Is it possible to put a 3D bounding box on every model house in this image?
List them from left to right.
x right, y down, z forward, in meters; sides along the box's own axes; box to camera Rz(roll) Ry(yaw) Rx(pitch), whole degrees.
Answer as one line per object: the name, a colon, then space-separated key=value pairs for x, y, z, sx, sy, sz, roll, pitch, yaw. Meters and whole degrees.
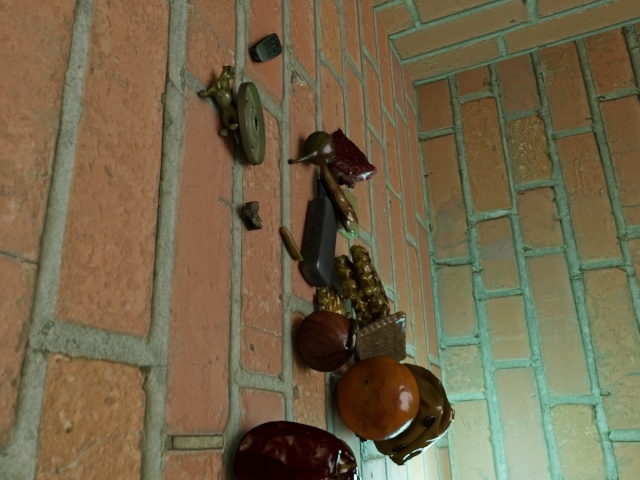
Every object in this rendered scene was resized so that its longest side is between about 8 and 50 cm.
model house: x=-0.187 y=-0.076 z=1.549 sx=0.083 sy=0.057 sz=0.058 roll=60 pitch=34 yaw=-35

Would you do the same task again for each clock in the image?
clock: x=-0.192 y=-0.330 z=1.594 sx=0.235 sy=0.029 sz=0.235 roll=-5 pitch=90 yaw=-84

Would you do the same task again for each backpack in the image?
backpack: x=0.300 y=0.623 z=2.072 sx=0.201 sy=0.353 sz=0.378 roll=45 pitch=3 yaw=-20

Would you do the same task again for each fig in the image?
fig: x=-0.030 y=-0.307 z=1.962 sx=0.236 sy=0.124 sz=0.124 roll=-35 pitch=113 yaw=-53
fig: x=0.031 y=0.305 z=1.721 sx=0.205 sy=0.205 sz=0.205 roll=-10 pitch=90 yaw=-67

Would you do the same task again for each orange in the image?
orange: x=0.189 y=0.523 z=1.888 sx=0.226 sy=0.284 sz=0.284 roll=63 pitch=27 yaw=-44

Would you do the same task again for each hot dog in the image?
hot dog: x=-0.091 y=0.014 z=1.771 sx=0.044 sy=0.028 sz=0.137 roll=-114 pitch=180 yaw=-54

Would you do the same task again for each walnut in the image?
walnut: x=-0.060 y=0.542 z=1.310 sx=0.244 sy=0.269 sz=0.222 roll=-57 pitch=135 yaw=-63

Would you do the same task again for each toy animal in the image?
toy animal: x=-0.245 y=-0.364 z=1.519 sx=0.136 sy=0.073 sz=0.181 roll=-73 pitch=146 yaw=-53

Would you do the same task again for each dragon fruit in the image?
dragon fruit: x=0.103 y=-0.284 z=2.222 sx=0.262 sy=0.134 sz=0.211 roll=52 pitch=-10 yaw=32

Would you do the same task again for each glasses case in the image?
glasses case: x=0.000 y=0.000 z=1.932 sx=0.131 sy=0.074 sz=0.323 roll=55 pitch=33 yaw=-45

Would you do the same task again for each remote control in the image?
remote control: x=-0.172 y=-0.628 z=1.838 sx=0.222 sy=0.042 sz=0.072 roll=-62 pitch=137 yaw=-58

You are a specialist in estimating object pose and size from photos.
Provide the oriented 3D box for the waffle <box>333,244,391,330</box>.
waffle: x=0.158 y=0.182 z=2.061 sx=0.261 sy=0.151 sz=0.324 roll=-100 pitch=171 yaw=-48

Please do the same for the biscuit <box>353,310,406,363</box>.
biscuit: x=0.214 y=0.383 z=2.041 sx=0.044 sy=0.217 sz=0.325 roll=57 pitch=-14 yaw=39

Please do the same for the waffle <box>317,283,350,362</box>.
waffle: x=0.053 y=0.289 z=1.952 sx=0.280 sy=0.060 sz=0.262 roll=55 pitch=33 yaw=-45

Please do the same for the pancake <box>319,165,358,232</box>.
pancake: x=0.066 y=-0.146 z=2.063 sx=0.257 sy=0.056 sz=0.212 roll=64 pitch=-3 yaw=-25

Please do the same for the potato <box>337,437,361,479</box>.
potato: x=0.003 y=0.676 z=1.480 sx=0.304 sy=0.215 sz=0.216 roll=-87 pitch=155 yaw=-47

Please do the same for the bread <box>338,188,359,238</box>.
bread: x=0.110 y=-0.107 z=2.258 sx=0.139 sy=0.060 sz=0.178 roll=33 pitch=51 yaw=-60
